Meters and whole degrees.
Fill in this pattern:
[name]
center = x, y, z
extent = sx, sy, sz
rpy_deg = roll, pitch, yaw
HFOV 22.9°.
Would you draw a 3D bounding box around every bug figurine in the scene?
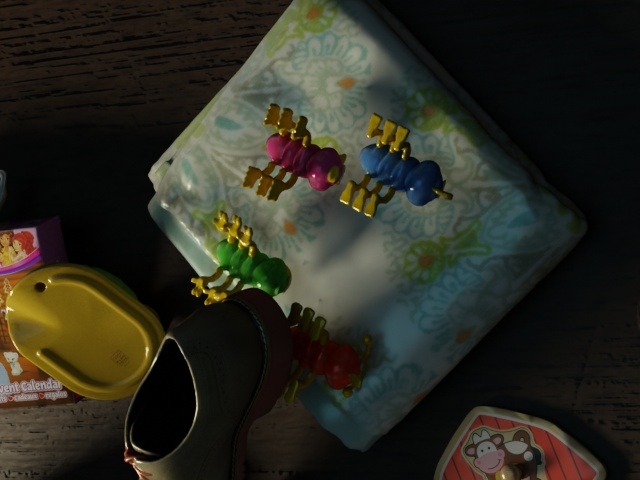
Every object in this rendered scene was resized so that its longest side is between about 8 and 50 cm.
[bug figurine]
center = 0.000, 0.000, 1.470
extent = 0.216, 0.072, 0.279
rpy_deg = 33, 107, 30

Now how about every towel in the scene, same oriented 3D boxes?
[towel]
center = 0.027, -0.033, 1.544
extent = 0.320, 0.090, 0.374
rpy_deg = -48, 69, 20

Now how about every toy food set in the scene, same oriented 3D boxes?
[toy food set]
center = -0.229, 0.094, 1.664
extent = 0.218, 0.071, 0.128
rpy_deg = 41, 108, -21

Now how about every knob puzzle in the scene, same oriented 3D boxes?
[knob puzzle]
center = 0.181, 0.248, 1.492
extent = 0.213, 0.030, 0.213
rpy_deg = 0, 90, 29

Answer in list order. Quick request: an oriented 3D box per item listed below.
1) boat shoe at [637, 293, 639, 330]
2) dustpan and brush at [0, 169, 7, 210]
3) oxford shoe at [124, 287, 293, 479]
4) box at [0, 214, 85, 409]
[boat shoe]
center = 0.378, -0.046, 1.332
extent = 0.132, 0.130, 0.355
rpy_deg = 40, 107, 23
[dustpan and brush]
center = -0.377, 0.018, 1.773
extent = 0.147, 0.060, 0.211
rpy_deg = 29, 103, 25
[oxford shoe]
center = -0.141, 0.194, 1.473
extent = 0.123, 0.130, 0.348
rpy_deg = 41, 127, 33
[box]
center = -0.406, 0.088, 1.742
extent = 0.293, 0.057, 0.200
rpy_deg = -6, 102, 20
